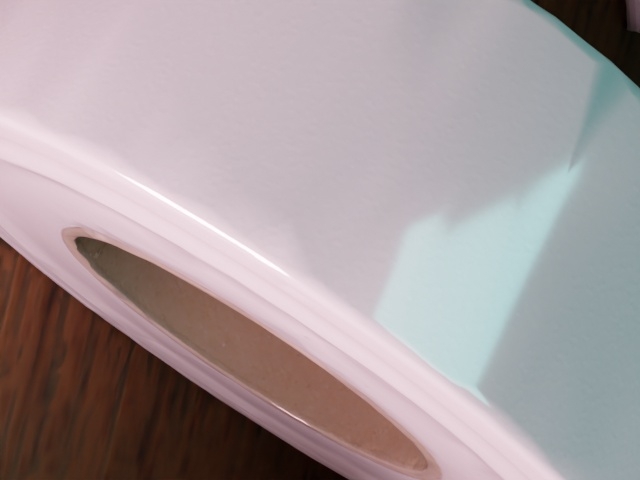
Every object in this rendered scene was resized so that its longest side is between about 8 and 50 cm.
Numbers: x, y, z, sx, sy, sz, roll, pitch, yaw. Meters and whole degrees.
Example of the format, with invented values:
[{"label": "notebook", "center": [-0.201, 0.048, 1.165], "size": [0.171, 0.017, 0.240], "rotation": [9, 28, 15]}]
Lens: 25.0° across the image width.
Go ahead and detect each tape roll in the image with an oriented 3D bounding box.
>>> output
[{"label": "tape roll", "center": [0.000, 0.000, 0.488], "size": [0.286, 0.286, 0.100], "rotation": [43, 74, -35]}]

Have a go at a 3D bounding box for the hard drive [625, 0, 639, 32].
[{"label": "hard drive", "center": [0.242, -0.274, 0.736], "size": [0.203, 0.040, 0.307], "rotation": [-13, 107, -16]}]
